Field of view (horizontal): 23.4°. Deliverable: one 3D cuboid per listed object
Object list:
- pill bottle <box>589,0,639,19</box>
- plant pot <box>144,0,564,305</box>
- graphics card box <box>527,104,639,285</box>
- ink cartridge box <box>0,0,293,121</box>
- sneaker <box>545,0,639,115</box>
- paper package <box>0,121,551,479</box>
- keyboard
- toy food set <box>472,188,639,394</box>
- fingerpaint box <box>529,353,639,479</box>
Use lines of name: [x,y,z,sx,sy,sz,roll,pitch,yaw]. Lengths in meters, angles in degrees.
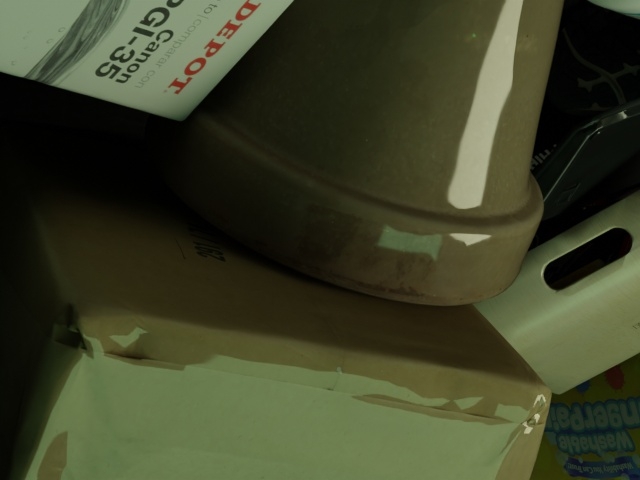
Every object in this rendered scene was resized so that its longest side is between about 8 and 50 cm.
pill bottle: [0.251,-0.219,1.064,0.264,0.146,0.146,7,135,-47]
plant pot: [0.045,-0.121,0.965,0.263,0.263,0.229,-1,124,-41]
graphics card box: [0.131,0.025,1.336,0.371,0.094,0.232,-29,152,-20]
ink cartridge box: [-0.125,-0.192,0.796,0.207,0.117,0.283,-44,148,25]
sneaker: [0.312,-0.160,1.255,0.283,0.110,0.122,-26,155,-7]
paper package: [-0.061,0.076,0.964,0.310,0.325,0.168,12,106,-23]
keyboard: [0.273,-0.077,1.218,0.317,0.033,0.201,-19,153,-33]
toy food set: [0.248,0.029,1.289,0.220,0.092,0.306,-30,159,15]
fingerpaint box: [0.467,0.147,1.633,0.371,0.163,0.445,-11,178,-30]
